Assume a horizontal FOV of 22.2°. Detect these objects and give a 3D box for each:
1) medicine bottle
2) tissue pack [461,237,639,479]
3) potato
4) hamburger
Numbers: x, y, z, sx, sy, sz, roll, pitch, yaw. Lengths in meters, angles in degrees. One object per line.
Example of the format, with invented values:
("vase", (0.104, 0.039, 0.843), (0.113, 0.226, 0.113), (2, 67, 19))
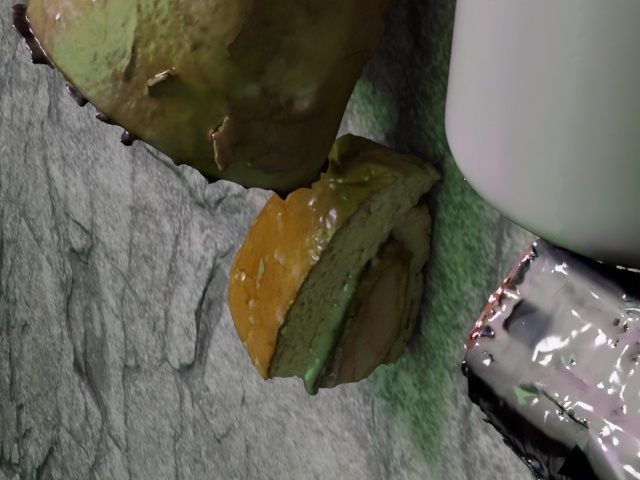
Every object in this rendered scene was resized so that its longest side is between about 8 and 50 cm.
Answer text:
("medicine bottle", (0.172, -0.186, 0.716), (0.213, 0.214, 0.378), (46, 144, 44))
("tissue pack", (0.232, 0.136, 0.718), (0.332, 0.123, 0.245), (37, 180, -33))
("potato", (-0.049, -0.222, 1.137), (0.237, 0.289, 0.301), (-49, 18, 37))
("hamburger", (0.000, 0.000, 1.270), (0.155, 0.135, 0.207), (54, 146, 33))
